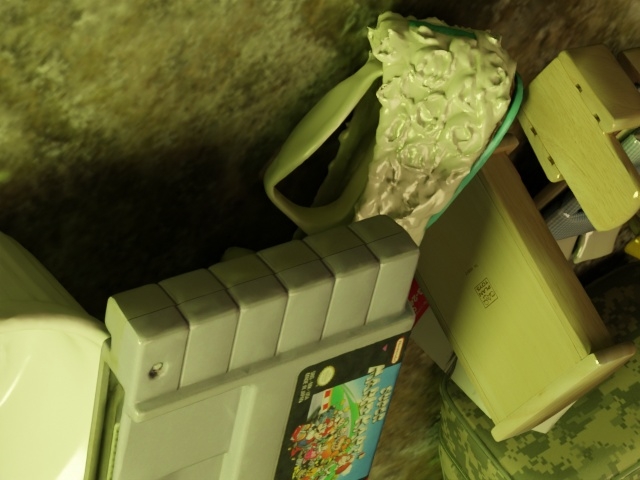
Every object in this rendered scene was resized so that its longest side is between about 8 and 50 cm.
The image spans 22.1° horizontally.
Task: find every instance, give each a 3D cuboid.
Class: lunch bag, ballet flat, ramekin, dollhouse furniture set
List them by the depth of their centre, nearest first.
[{"bbox_3d":[-0.265,0.117,1.077,0.277,0.135,0.277,-27,143,-22],"label":"ramekin"},{"bbox_3d":[0.000,0.000,1.251,0.147,0.147,0.409,7,119,-48],"label":"ballet flat"},{"bbox_3d":[0.261,-0.011,1.322,0.303,0.198,0.286,-14,159,-39],"label":"dollhouse furniture set"},{"bbox_3d":[0.269,0.206,1.634,0.305,0.212,0.256,-30,143,-17],"label":"lunch bag"}]

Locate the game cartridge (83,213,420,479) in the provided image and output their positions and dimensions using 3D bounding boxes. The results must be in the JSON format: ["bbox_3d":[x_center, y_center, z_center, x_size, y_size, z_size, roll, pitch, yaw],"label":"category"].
[{"bbox_3d":[-0.057,0.153,1.154,0.230,0.068,0.355,-14,136,-29],"label":"game cartridge"}]

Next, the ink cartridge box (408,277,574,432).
[{"bbox_3d":[0.148,0.096,1.449,0.063,0.150,0.109,-52,144,13],"label":"ink cartridge box"}]
